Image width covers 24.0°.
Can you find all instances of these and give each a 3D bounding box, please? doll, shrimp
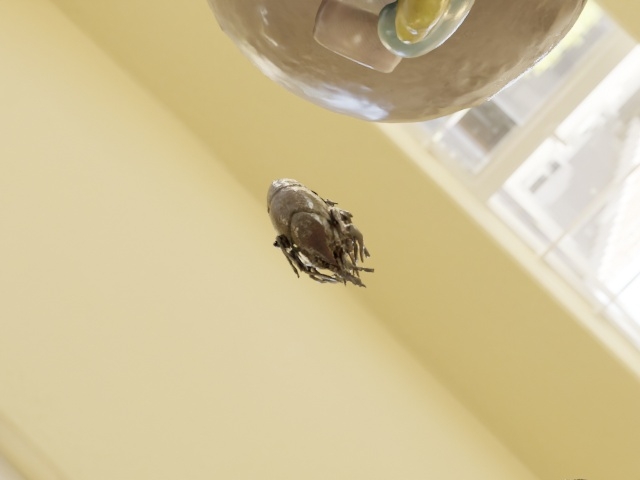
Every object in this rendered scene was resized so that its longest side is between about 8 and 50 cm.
[{"bbox_3d":[0.020,-0.120,0.426,0.151,0.151,0.287,-46,173,-1],"label":"doll"},{"bbox_3d":[0.000,0.000,1.095,0.056,0.065,0.165,-42,-140,7],"label":"shrimp"}]

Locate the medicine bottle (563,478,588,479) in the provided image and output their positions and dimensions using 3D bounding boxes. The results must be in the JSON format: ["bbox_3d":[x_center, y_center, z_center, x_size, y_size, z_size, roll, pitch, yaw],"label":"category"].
[{"bbox_3d":[0.124,0.235,0.926,0.191,0.051,0.051,-62,171,18],"label":"medicine bottle"}]
